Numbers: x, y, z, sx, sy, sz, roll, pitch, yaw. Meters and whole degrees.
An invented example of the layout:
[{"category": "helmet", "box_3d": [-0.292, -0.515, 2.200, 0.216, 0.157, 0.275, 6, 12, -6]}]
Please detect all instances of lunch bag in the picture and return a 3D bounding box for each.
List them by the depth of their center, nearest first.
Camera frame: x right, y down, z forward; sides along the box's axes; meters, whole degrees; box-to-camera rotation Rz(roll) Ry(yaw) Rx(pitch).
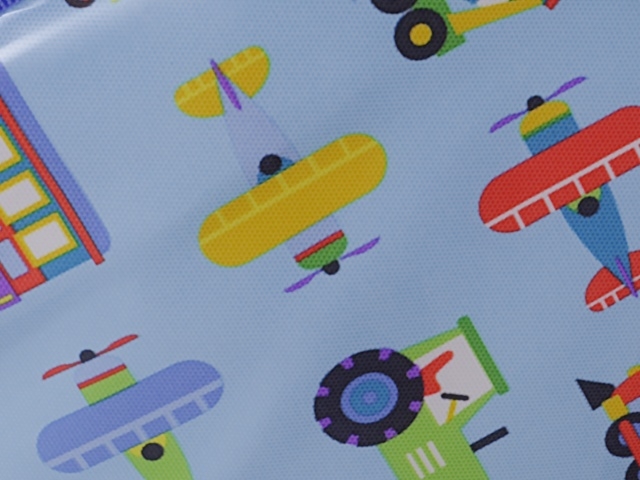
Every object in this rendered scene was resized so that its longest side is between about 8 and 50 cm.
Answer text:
[{"category": "lunch bag", "box_3d": [0.000, 0.000, 0.468, 0.221, 0.293, 0.138, 61, 168, -26]}]
